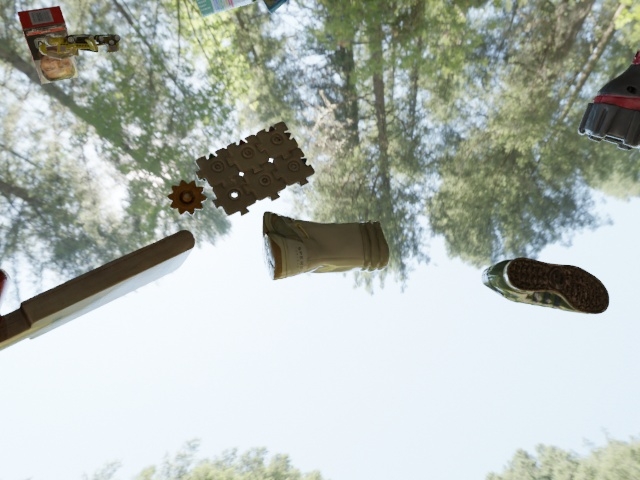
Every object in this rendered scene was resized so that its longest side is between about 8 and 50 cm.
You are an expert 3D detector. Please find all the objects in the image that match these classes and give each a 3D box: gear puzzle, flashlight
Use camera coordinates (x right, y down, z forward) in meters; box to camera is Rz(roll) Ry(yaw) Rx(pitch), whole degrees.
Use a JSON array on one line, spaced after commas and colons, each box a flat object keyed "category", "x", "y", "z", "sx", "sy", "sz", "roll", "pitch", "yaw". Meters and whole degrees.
[{"category": "gear puzzle", "x": -0.189, "y": -0.140, "z": 1.314, "sx": 0.339, "sy": 0.044, "sz": 0.175, "roll": -28, "pitch": -102, "yaw": -18}, {"category": "flashlight", "x": 0.465, "y": -0.282, "z": 0.790, "sx": 0.103, "sy": 0.103, "sz": 0.304, "roll": 22, "pitch": -76, "yaw": 24}]

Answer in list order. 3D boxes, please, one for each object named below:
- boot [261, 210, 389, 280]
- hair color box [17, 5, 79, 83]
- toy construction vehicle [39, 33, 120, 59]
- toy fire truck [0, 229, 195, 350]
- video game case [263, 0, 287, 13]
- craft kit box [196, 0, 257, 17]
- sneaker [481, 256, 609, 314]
[{"category": "boot", "x": 0.000, "y": 0.000, "z": 1.000, "sx": 0.203, "sy": 0.262, "sz": 0.095, "roll": -4, "pitch": -78, "yaw": -9}, {"category": "hair color box", "x": -0.485, "y": -0.349, "z": 1.018, "sx": 0.072, "sy": 0.141, "sz": 0.043, "roll": -18, "pitch": -108, "yaw": -19}, {"category": "toy construction vehicle", "x": -0.350, "y": -0.281, "z": 0.825, "sx": 0.098, "sy": 0.035, "sz": 0.086, "roll": -16, "pitch": -154, "yaw": -33}, {"category": "toy fire truck", "x": -0.227, "y": 0.033, "z": 0.352, "sx": 0.246, "sy": 0.217, "sz": 0.158, "roll": 21, "pitch": -102, "yaw": -18}, {"category": "video game case", "x": -0.064, "y": -0.588, "z": 1.252, "sx": 0.166, "sy": 0.015, "sz": 0.119, "roll": -34, "pitch": -127, "yaw": 15}, {"category": "craft kit box", "x": -0.193, "y": -0.526, "z": 0.975, "sx": 0.061, "sy": 0.250, "sz": 0.246, "roll": -31, "pitch": -64, "yaw": -21}, {"category": "sneaker", "x": 0.327, "y": 0.067, "z": 0.843, "sx": 0.192, "sy": 0.086, "sz": 0.064, "roll": 16, "pitch": -104, "yaw": -20}]
